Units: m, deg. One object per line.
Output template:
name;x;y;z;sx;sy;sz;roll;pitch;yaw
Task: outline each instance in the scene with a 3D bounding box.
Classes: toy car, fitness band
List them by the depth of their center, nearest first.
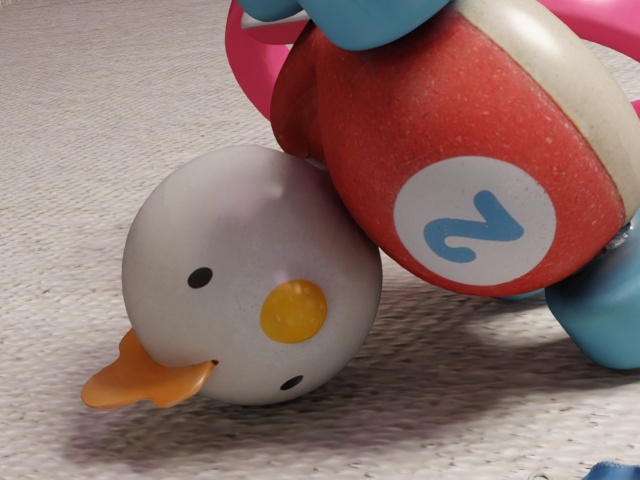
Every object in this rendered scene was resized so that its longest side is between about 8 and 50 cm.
toy car;0.000;0.000;0.634;0.238;0.219;0.210;-44;24;-5
fitness band;0.078;-0.093;0.820;0.290;0.054;0.209;1;-23;36

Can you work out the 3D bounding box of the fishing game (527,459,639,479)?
fishing game;0.026;0.095;0.421;0.264;0.041;0.189;-20;3;-9
